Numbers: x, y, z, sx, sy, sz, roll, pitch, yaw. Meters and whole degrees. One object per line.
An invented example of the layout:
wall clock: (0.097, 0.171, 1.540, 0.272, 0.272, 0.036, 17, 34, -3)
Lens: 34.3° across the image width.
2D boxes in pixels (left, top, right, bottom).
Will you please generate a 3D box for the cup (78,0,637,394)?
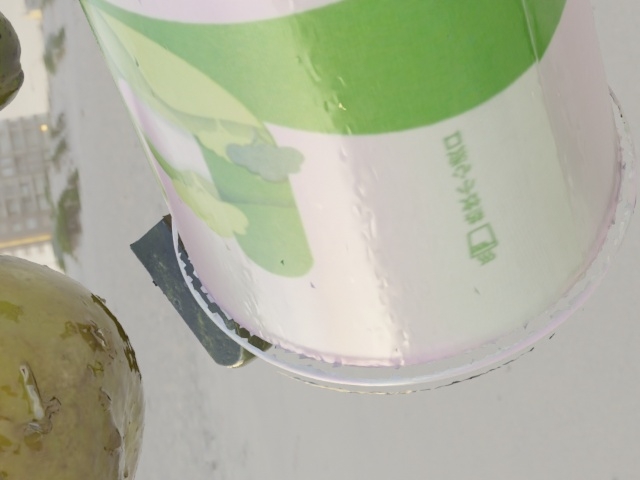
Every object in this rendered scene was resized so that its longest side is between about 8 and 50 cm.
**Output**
cup: (0.012, -0.103, 0.459, 0.274, 0.253, 0.253, 68, -175, -53)

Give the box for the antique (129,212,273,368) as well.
antique: (-0.143, 0.063, 1.356, 0.221, 0.080, 0.081, 53, -144, -1)

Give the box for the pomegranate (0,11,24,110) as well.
pomegranate: (-0.387, -0.184, 1.095, 0.163, 0.125, 0.138, -60, -6, -44)

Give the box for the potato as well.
potato: (-0.313, 0.222, 1.012, 0.385, 0.319, 0.442, 45, 129, 33)
